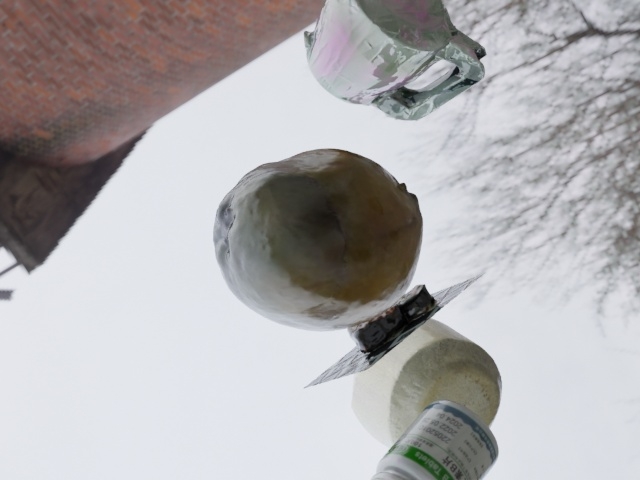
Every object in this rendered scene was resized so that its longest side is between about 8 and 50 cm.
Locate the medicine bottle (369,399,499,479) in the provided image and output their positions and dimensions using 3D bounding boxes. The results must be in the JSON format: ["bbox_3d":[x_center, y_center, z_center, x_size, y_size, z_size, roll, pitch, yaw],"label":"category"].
[{"bbox_3d":[0.149,0.357,1.512,0.237,0.139,0.139,-40,-77,-34],"label":"medicine bottle"}]

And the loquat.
[{"bbox_3d":[0.000,0.000,0.980,0.227,0.179,0.179,-18,-97,-52],"label":"loquat"}]

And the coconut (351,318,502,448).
[{"bbox_3d":[0.172,0.253,1.773,0.237,0.237,0.266,43,175,-30],"label":"coconut"}]

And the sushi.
[{"bbox_3d":[0.086,0.110,1.425,0.231,0.220,0.047,-36,-88,-27],"label":"sushi"}]

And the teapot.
[{"bbox_3d":[0.090,-0.266,1.375,0.222,0.178,0.163,9,-125,-32],"label":"teapot"}]
